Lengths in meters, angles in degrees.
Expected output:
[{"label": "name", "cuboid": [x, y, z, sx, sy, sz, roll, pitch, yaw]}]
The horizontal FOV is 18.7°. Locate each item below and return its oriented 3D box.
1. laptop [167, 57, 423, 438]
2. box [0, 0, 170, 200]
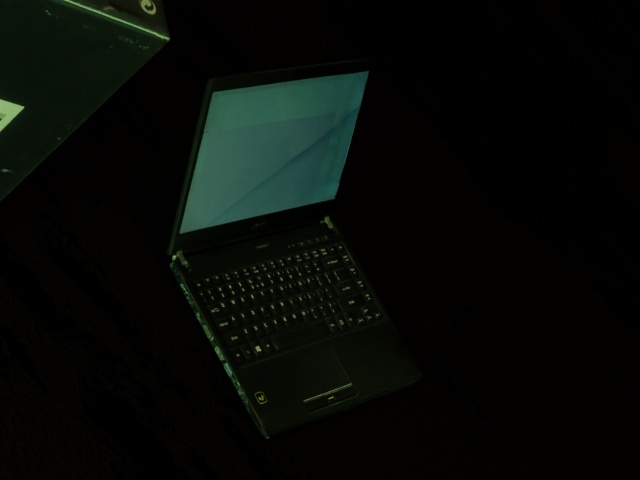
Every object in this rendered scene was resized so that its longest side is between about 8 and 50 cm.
[{"label": "laptop", "cuboid": [0.000, 0.000, 1.627, 0.234, 0.136, 0.264, -14, 71, -52]}, {"label": "box", "cuboid": [-0.272, -0.195, 1.346, 0.182, 0.296, 0.294, 16, 49, -40]}]
